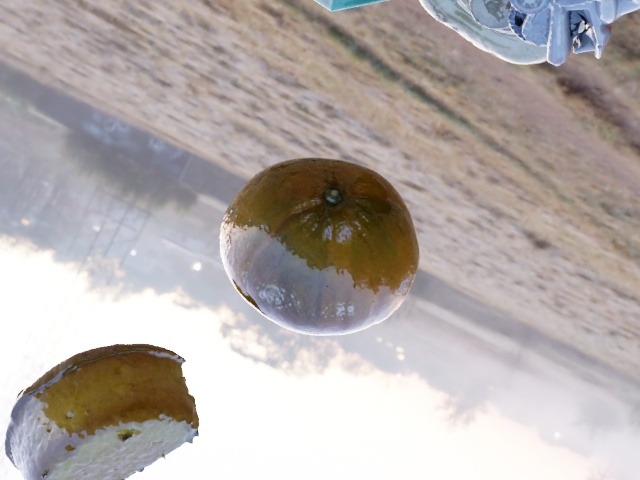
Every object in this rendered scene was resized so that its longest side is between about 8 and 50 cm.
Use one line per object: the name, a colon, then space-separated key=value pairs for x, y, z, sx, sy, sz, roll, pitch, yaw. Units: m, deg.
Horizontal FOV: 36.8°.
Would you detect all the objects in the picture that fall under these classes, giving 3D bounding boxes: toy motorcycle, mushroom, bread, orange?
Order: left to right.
bread: x=-0.376 y=0.293 z=1.563 sx=0.194 sy=0.340 sz=0.179 roll=60 pitch=-179 yaw=33
orange: x=0.000 y=0.000 z=1.141 sx=0.240 sy=0.240 sz=0.171 roll=25 pitch=143 yaw=16
mushroom: x=0.227 y=-0.319 z=1.145 sx=0.260 sy=0.234 sz=0.254 roll=-9 pitch=123 yaw=34
toy motorcycle: x=0.281 y=-0.269 z=0.923 sx=0.171 sy=0.110 sz=0.260 roll=20 pitch=146 yaw=5

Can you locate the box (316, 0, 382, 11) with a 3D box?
box: x=0.024 y=-0.473 z=1.701 sx=0.161 sy=0.042 sz=0.226 roll=-18 pitch=-139 yaw=-30
